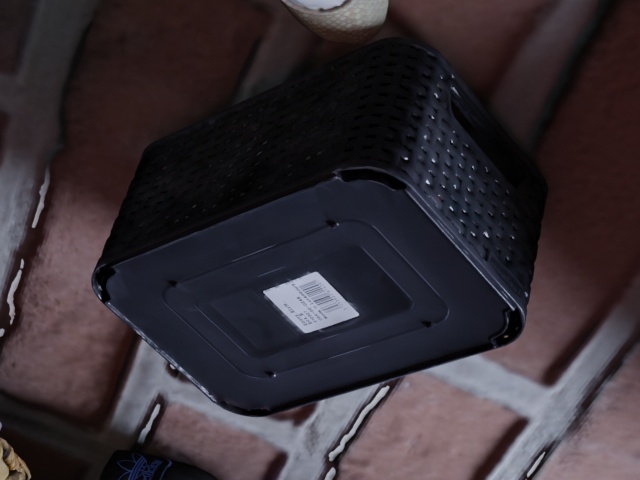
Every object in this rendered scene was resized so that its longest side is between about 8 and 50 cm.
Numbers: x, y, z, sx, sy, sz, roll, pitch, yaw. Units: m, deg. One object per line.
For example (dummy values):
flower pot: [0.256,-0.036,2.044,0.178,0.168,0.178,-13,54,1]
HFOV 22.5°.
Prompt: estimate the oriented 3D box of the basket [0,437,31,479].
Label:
basket: [-0.286,0.188,0.965,0.223,0.213,0.299,57,147,6]

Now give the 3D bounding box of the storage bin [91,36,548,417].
storage bin: [0.000,0.000,0.739,0.180,0.084,0.122,-20,128,36]

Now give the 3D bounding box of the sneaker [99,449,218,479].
sneaker: [-0.111,0.215,1.004,0.090,0.081,0.232,24,129,4]

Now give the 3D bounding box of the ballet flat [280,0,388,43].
ballet flat: [-0.014,-0.139,0.643,0.057,0.052,0.168,-3,130,21]

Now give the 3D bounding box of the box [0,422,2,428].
box: [-0.274,-0.103,0.565,0.395,0.097,0.318,48,158,17]
